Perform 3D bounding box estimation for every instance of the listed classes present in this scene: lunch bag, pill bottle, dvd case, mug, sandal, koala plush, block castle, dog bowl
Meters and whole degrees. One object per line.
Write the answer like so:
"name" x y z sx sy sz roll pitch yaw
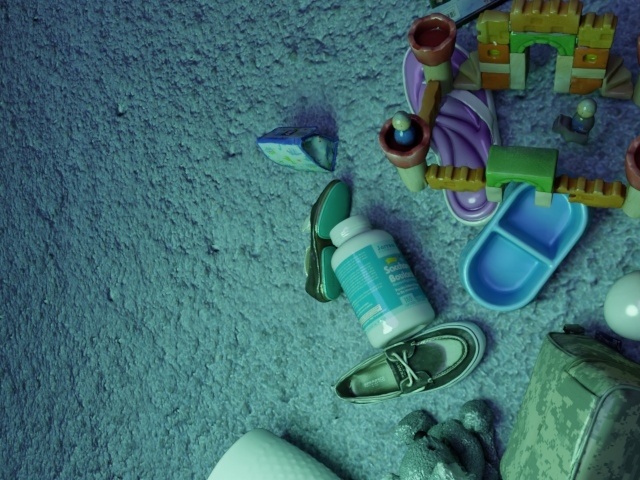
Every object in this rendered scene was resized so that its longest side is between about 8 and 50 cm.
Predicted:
"lunch bag" 0.426 0.314 0.970 0.256 0.212 0.305 -132 57 -72
"pill bottle" 0.116 0.079 1.236 0.146 0.146 0.264 -37 69 26
"dvd case" 0.295 -0.578 1.232 0.180 0.022 0.253 -22 75 30
"mug" -0.058 0.635 1.273 0.328 0.276 0.374 22 129 25
"sandal" 0.267 -0.233 1.180 0.169 0.102 0.416 -26 75 29
"lunch bag" -0.053 -0.213 1.362 0.128 0.151 0.096 7 91 34
"koala plush" 0.221 0.424 1.101 0.196 0.221 0.203 -22 76 30
"block castle" 0.348 -0.226 0.973 0.453 0.213 0.303 9 70 21
"dog bowl" 0.372 0.005 1.088 0.166 0.074 0.297 35 107 12

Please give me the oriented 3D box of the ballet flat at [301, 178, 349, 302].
"ballet flat" 0.000 0.000 1.353 0.096 0.095 0.281 7 91 46

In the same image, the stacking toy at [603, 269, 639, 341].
"stacking toy" 0.622 0.025 0.851 0.480 0.350 0.351 -44 64 40

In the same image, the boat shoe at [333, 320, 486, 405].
"boat shoe" 0.175 0.266 1.202 0.335 0.119 0.121 -34 70 27
